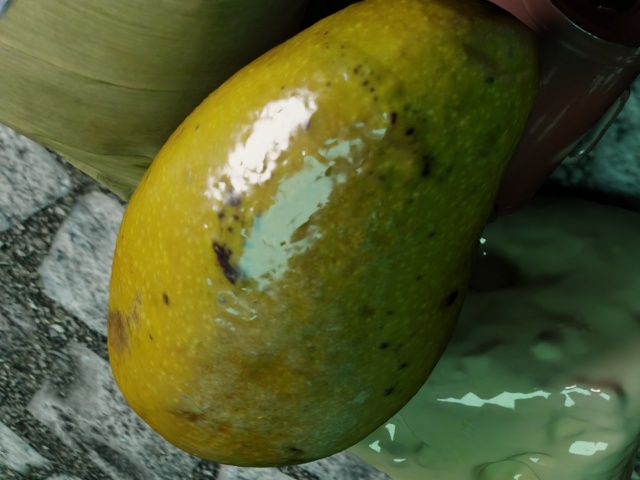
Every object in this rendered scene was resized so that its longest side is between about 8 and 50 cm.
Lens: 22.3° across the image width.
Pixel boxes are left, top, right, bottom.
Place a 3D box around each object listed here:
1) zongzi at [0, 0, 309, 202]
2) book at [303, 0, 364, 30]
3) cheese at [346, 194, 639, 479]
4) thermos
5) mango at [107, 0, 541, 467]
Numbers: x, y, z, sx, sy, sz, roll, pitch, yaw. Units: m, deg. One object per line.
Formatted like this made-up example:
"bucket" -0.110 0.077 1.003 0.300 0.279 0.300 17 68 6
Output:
"zongzi" -0.173 -0.215 0.866 0.392 0.174 0.356 28 143 1
"book" 0.022 -0.102 0.933 0.012 0.118 0.172 -8 150 -22
"cheese" 0.100 0.085 1.035 0.247 0.174 0.251 16 146 18
"thermos" 0.111 -0.079 0.901 0.124 0.099 0.232 3 150 -19
"mango" -0.006 0.004 0.840 0.176 0.176 0.329 50 147 14
